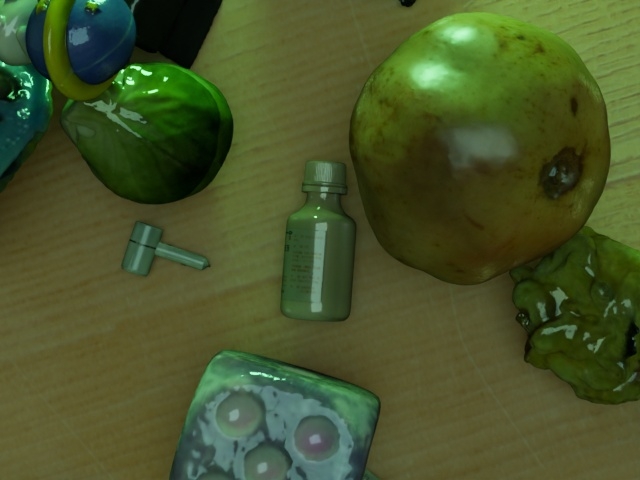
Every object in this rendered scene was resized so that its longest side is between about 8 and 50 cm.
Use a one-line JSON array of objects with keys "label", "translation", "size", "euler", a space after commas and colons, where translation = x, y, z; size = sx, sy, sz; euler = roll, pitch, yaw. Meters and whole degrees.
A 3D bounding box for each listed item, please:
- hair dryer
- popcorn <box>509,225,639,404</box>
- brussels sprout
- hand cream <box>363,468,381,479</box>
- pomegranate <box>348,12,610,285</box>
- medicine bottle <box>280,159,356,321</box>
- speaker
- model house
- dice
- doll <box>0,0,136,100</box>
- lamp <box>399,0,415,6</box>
[{"label": "hair dryer", "translation": [-0.245, 0.027, 1.906], "size": [0.137, 0.047, 0.082], "euler": [18, 90, -9]}, {"label": "popcorn", "translation": [0.424, 0.118, 1.846], "size": [0.252, 0.215, 0.286], "euler": [-18, 88, 30]}, {"label": "brussels sprout", "translation": [-0.267, -0.170, 1.804], "size": [0.271, 0.210, 0.219], "euler": [22, 99, -36]}, {"label": "hand cream", "translation": [0.143, 0.482, 1.903], "size": [0.340, 0.078, 0.124], "euler": [32, 89, 3]}, {"label": "pomegranate", "translation": [0.229, -0.146, 1.771], "size": [0.411, 0.411, 0.412], "euler": [0, 89, -2]}, {"label": "medicine bottle", "translation": [0.000, 0.000, 1.877], "size": [0.114, 0.114, 0.252], "euler": [4, 90, -2]}, {"label": "speaker", "translation": [-0.368, -0.425, 1.870], "size": [0.388, 0.184, 0.180], "euler": [25, 87, 9]}, {"label": "model house", "translation": [-0.534, -0.158, 1.757], "size": [0.215, 0.303, 0.237], "euler": [38, 133, -12]}, {"label": "dice", "translation": [-0.068, 0.326, 1.785], "size": [0.270, 0.270, 0.271], "euler": [17, 88, 4]}, {"label": "doll", "translation": [-0.356, -0.310, 1.680], "size": [0.242, 0.159, 0.311], "euler": [-10, 48, 32]}, {"label": "lamp", "translation": [0.040, -0.548, 1.806], "size": [0.374, 0.272, 0.205], "euler": [34, 90, -2]}]
